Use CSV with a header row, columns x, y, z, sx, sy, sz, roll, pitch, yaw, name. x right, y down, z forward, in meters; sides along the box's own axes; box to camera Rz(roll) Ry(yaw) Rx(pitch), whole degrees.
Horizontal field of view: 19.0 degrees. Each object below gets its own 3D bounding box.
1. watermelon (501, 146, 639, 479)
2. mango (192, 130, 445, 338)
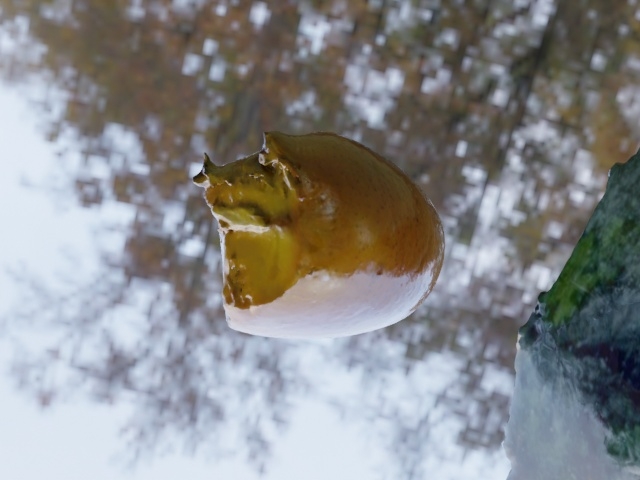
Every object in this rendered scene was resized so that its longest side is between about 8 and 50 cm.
x,y,z,sx,sy,sz,roll,pitch,yaw,name
0.140,0.059,0.558,0.148,0.318,0.226,13,-164,27,watermelon
0.000,0.000,1.210,0.154,0.126,0.252,-4,175,15,mango
